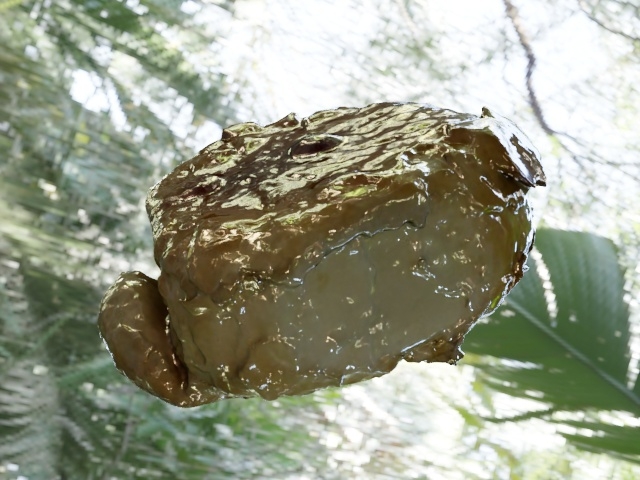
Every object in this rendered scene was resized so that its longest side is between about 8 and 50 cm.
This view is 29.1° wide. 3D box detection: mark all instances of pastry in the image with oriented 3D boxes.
[{"bbox_3d":[0.000,0.000,0.612,0.229,0.100,0.218,-9,-160,12],"label":"pastry"}]
